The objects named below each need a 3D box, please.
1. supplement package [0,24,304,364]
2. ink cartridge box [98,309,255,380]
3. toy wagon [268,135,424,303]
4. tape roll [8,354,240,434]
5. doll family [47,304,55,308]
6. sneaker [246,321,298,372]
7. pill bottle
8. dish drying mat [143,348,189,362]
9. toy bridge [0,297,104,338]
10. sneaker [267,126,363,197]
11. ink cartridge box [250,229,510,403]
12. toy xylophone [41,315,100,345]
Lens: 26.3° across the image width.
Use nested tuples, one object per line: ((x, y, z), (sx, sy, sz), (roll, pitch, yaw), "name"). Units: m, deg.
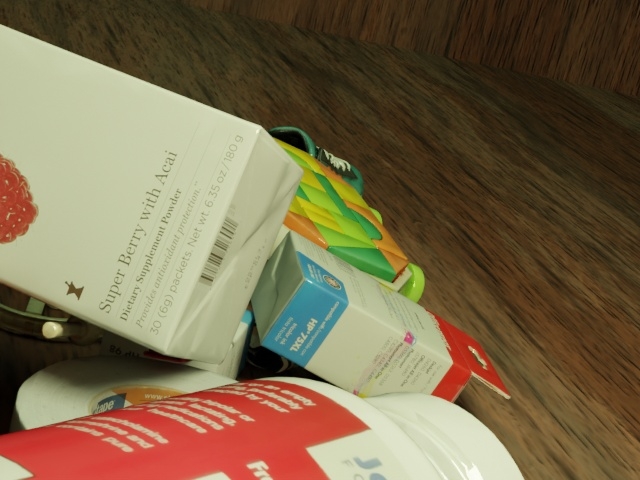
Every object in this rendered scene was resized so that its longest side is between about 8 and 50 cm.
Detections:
((-0.191, -0.042, 1.047), (0.293, 0.177, 0.175), (22, -3, 12), "supplement package")
((-0.130, 0.101, 1.201), (0.104, 0.060, 0.180), (17, 17, 6), "ink cartridge box")
((0.000, 0.000, 1.483), (0.267, 0.068, 0.344), (22, 22, -38), "toy wagon")
((-0.119, 0.162, 0.999), (0.219, 0.072, 0.219), (13, 18, -4), "tape roll")
((-0.206, 0.003, 1.359), (0.076, 0.111, 0.193), (20, 18, 17), "doll family")
((-0.069, 0.094, 1.308), (0.109, 0.040, 0.044), (20, 20, 17), "sneaker")
((-0.068, 0.192, 0.677), (0.229, 0.229, 0.408), (27, 21, 35), "pill bottle")
((-0.119, 0.092, 1.097), (0.032, 0.008, 0.083), (11, -4, 4), "dish drying mat")
((-0.263, 0.066, 1.261), (0.188, 0.026, 0.063), (12, 18, -8), "toy bridge")
((-0.019, -0.088, 1.785), (0.108, 0.121, 0.302), (22, 18, 22), "sneaker")
((0.053, 0.095, 1.276), (0.231, 0.078, 0.134), (31, 13, -17), "ink cartridge box")
((-0.298, 0.054, 1.020), (0.236, 0.081, 0.323), (22, -1, 4), "toy xylophone")
